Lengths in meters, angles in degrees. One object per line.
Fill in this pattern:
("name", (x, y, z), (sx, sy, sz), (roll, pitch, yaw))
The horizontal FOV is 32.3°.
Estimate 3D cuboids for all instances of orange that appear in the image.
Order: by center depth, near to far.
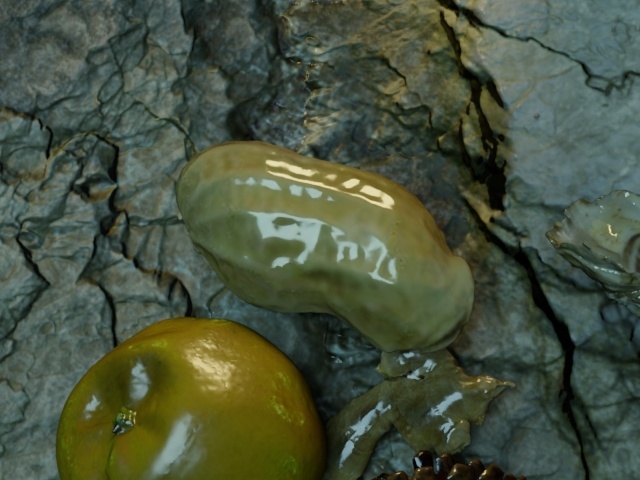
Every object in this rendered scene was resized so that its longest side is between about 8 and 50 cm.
("orange", (-0.133, 0.209, 1.103), (0.279, 0.235, 0.278), (-8, 73, 26))

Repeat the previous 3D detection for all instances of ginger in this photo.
("ginger", (0.084, 0.188, 1.130), (0.133, 0.059, 0.214), (43, 93, 25))

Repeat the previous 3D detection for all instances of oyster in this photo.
("oyster", (0.327, 0.037, 1.046), (0.233, 0.161, 0.107), (24, 129, 22))

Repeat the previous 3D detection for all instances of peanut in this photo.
("peanut", (0.002, -0.005, 1.142), (0.340, 0.158, 0.174), (13, 43, 17))

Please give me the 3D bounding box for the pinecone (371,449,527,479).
("pinecone", (0.128, 0.288, 1.036), (0.212, 0.169, 0.185), (37, 98, 20))
